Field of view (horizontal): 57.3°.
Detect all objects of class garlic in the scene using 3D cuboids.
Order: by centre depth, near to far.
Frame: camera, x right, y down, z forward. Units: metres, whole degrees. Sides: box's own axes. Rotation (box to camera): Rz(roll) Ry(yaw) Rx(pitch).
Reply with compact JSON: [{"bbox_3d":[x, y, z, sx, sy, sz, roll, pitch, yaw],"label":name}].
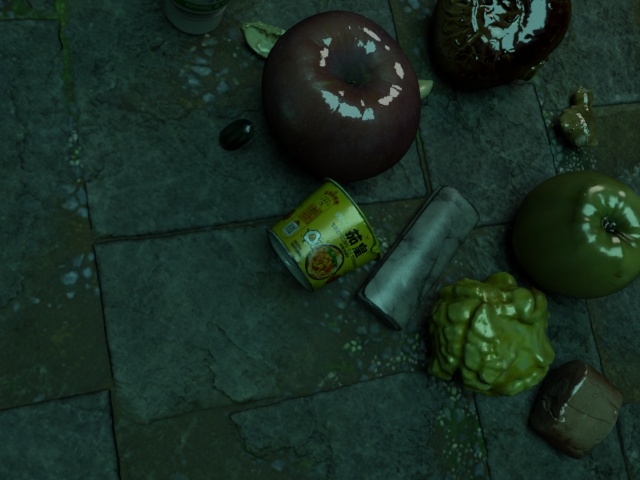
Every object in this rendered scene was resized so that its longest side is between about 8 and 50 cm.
[{"bbox_3d":[0.197,-0.321,1.238,0.084,0.041,0.053,8,73,-8],"label":"garlic"}]

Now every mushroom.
[{"bbox_3d":[0.378,-0.450,1.228,0.297,0.163,0.278,-41,101,9],"label":"mushroom"}]

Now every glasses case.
[{"bbox_3d":[0.198,0.031,1.163,0.114,0.060,0.299,41,72,-6],"label":"glasses case"}]

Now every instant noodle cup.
[{"bbox_3d":[0.000,0.000,1.056,0.144,0.182,0.182,-34,91,-11],"label":"instant noodle cup"}]

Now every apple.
[{"bbox_3d":[0.037,-0.255,1.074,0.306,0.235,0.305,4,74,-16],"label":"apple"},{"bbox_3d":[0.520,-0.011,1.182,0.263,0.262,0.262,3,79,-16],"label":"apple"}]

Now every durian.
[{"bbox_3d":[-0.098,-0.384,1.146,0.131,0.066,0.052,14,76,-5],"label":"durian"}]

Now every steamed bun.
[{"bbox_3d":[0.516,0.341,1.186,0.145,0.106,0.175,36,86,-14],"label":"steamed bun"}]

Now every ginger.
[{"bbox_3d":[0.583,-0.283,1.337,0.096,0.067,0.165,13,64,-14],"label":"ginger"}]

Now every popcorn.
[{"bbox_3d":[0.317,0.182,1.112,0.255,0.195,0.256,-45,94,-9],"label":"popcorn"}]

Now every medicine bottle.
[{"bbox_3d":[-0.215,-0.472,1.034,0.139,0.237,0.138,3,78,-17],"label":"medicine bottle"}]

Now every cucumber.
[{"bbox_3d":[-0.152,-0.196,1.079,0.048,0.105,0.048,2,85,-26],"label":"cucumber"}]
